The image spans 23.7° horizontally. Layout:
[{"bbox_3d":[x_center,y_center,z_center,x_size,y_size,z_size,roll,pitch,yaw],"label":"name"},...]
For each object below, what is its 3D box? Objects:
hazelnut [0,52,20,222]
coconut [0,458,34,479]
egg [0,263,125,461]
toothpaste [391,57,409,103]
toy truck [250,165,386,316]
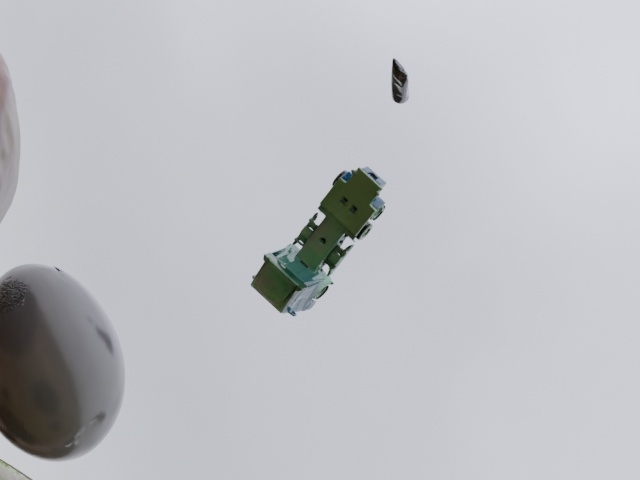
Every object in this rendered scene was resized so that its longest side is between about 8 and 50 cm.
[{"bbox_3d":[-0.439,-0.090,1.322,0.372,0.372,0.315,36,-87,29],"label":"hazelnut"},{"bbox_3d":[-0.266,0.276,1.174,0.236,0.236,0.204,47,-62,17],"label":"coconut"},{"bbox_3d":[-0.269,0.120,1.508,0.146,0.146,0.199,-14,-94,52],"label":"egg"},{"bbox_3d":[0.084,-0.165,1.605,0.027,0.019,0.083,56,-8,18],"label":"toothpaste"},{"bbox_3d":[0.000,0.000,1.597,0.067,0.081,0.175,43,-68,13],"label":"toy truck"}]
